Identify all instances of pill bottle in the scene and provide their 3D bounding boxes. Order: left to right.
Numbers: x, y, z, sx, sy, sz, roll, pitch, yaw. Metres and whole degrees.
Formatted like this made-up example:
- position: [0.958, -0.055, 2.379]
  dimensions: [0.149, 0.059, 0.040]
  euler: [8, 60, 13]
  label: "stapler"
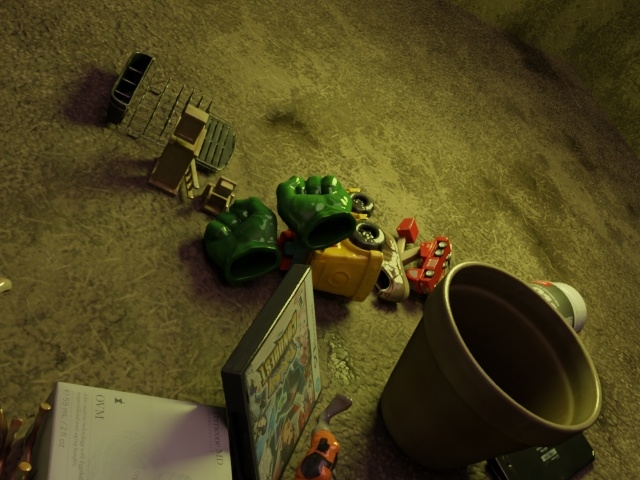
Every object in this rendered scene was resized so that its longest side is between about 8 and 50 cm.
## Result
- position: [0.461, 0.174, 1.596]
  dimensions: [0.283, 0.161, 0.161]
  euler: [-7, 55, -45]
  label: "pill bottle"

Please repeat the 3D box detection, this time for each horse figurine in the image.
- position: [-0.337, 0.282, 0.762]
  dimensions: [0.066, 0.174, 0.263]
  euler: [23, 11, -31]
  label: "horse figurine"

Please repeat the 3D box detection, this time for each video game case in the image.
- position: [-0.060, 0.206, 1.044]
  dimensions: [0.035, 0.248, 0.275]
  euler: [5, 29, 17]
  label: "video game case"

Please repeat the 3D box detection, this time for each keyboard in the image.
- position: [0.422, 0.394, 1.434]
  dimensions: [0.317, 0.033, 0.201]
  euler: [-7, 62, -46]
  label: "keyboard"

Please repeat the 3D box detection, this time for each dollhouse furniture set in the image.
- position: [-0.207, -0.162, 1.357]
  dimensions: [0.161, 0.182, 0.101]
  euler: [26, 37, -17]
  label: "dollhouse furniture set"

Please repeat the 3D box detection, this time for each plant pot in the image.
- position: [0.259, 0.246, 1.235]
  dimensions: [0.323, 0.280, 0.323]
  euler: [23, 38, -20]
  label: "plant pot"

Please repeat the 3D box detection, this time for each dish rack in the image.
- position: [-0.291, -0.256, 1.481]
  dimensions: [0.271, 0.074, 0.208]
  euler: [27, 38, -17]
  label: "dish rack"

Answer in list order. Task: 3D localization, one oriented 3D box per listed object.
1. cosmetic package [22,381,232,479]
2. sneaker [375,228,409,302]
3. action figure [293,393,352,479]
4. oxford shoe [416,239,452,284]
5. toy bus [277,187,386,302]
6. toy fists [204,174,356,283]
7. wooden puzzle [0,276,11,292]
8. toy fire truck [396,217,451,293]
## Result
- position: [-0.229, 0.311, 0.858]
  dimensions: [0.225, 0.138, 0.224]
  euler: [17, 41, -30]
  label: "cosmetic package"
- position: [0.128, 0.045, 1.526]
  dimensions: [0.071, 0.066, 0.188]
  euler: [8, 45, -34]
  label: "sneaker"
- position: [-0.001, 0.424, 0.971]
  dimensions: [0.330, 0.178, 0.341]
  euler: [-35, 107, -48]
  label: "action figure"
- position: [0.251, 0.079, 1.614]
  dimensions: [0.076, 0.076, 0.212]
  euler: [6, 41, 7]
  label: "oxford shoe"
- position: [0.000, 0.000, 1.418]
  dimensions: [0.211, 0.149, 0.220]
  euler: [5, 43, -17]
  label: "toy bus"
- position: [-0.077, -0.036, 1.313]
  dimensions: [0.279, 0.096, 0.142]
  euler: [-24, 44, -7]
  label: "toy fists"
- position: [-0.562, 0.109, 0.759]
  dimensions: [0.322, 0.080, 0.348]
  euler: [14, 30, 10]
  label: "wooden puzzle"
- position: [0.213, 0.033, 1.594]
  dimensions: [0.192, 0.135, 0.047]
  euler: [-59, 140, -36]
  label: "toy fire truck"
